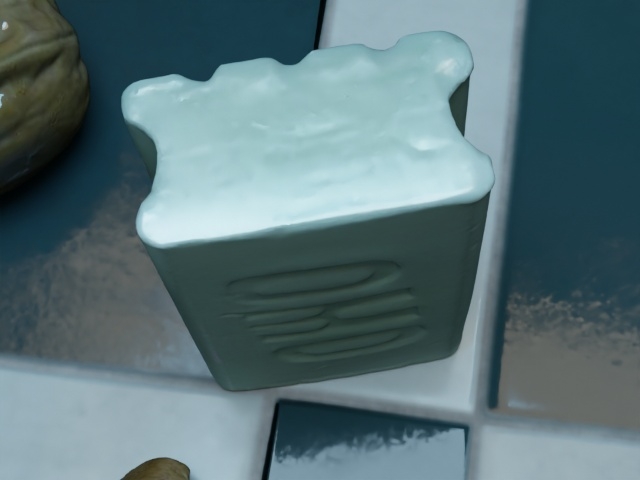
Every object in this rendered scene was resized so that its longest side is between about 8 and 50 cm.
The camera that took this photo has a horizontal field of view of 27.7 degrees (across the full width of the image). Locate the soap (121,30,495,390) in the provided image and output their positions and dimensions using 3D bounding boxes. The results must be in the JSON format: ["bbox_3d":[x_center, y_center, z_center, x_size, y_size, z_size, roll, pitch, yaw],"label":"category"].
[{"bbox_3d":[0.000,0.000,0.685,0.159,0.265,0.088,-8,70,-1],"label":"soap"}]

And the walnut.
[{"bbox_3d":[-0.223,-0.093,0.800,0.162,0.140,0.140,-33,72,-24],"label":"walnut"}]

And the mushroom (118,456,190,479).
[{"bbox_3d":[-0.119,0.219,0.710,0.072,0.094,0.210,7,75,2],"label":"mushroom"}]
